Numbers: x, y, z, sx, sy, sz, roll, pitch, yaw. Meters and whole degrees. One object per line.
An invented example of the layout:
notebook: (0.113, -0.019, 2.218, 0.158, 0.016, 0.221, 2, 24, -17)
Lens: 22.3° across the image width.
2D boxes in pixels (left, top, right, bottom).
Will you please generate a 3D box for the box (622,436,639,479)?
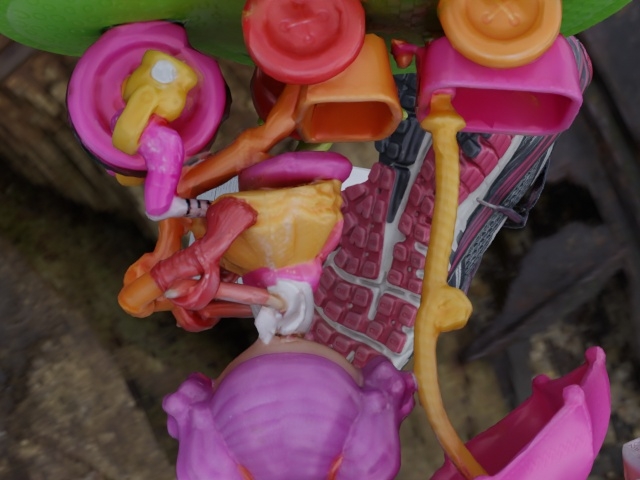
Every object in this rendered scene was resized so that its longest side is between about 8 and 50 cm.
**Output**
box: (0.355, 0.162, 1.002, 0.300, 0.154, 0.142, -18, 111, -20)

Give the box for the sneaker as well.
sneaker: (0.078, -0.011, 1.057, 0.112, 0.299, 0.121, 4, 35, -46)

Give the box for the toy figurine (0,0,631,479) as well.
toy figurine: (0.005, 0.008, 0.398, 0.173, 0.130, 0.159, -3, 77, -3)

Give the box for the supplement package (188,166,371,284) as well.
supplement package: (0.000, 0.000, 1.664, 0.194, 0.203, 0.149, 9, 89, -34)
